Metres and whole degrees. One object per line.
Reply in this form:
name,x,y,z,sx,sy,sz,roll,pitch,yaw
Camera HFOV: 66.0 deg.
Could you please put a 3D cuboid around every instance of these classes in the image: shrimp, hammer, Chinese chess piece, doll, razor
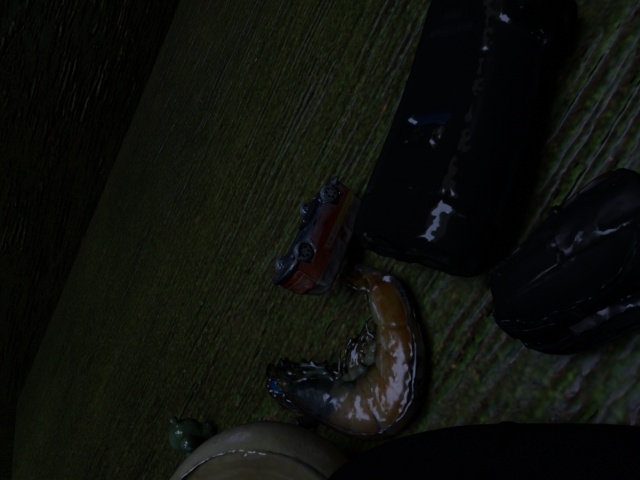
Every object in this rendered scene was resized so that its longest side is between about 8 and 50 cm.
shrimp,0.020,0.140,0.661,0.290,0.054,0.222,-12,68,47
hammer,-0.027,0.300,0.686,0.019,0.035,0.110,3,87,52
Chinese chess piece,-0.060,0.329,0.543,0.103,0.249,0.250,23,-97,-82
doll,-0.215,0.379,0.880,0.150,0.077,0.115,45,151,40
razor,0.152,-0.128,0.550,0.189,0.107,0.327,18,89,55

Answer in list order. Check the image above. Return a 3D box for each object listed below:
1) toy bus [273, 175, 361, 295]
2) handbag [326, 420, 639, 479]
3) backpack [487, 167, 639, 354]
toy bus,0.000,0.000,0.686,0.079,0.077,0.174,-35,27,54
handbag,0.138,0.187,0.311,0.308,0.253,0.093,-12,86,33
backpack,0.218,0.022,0.401,0.165,0.120,0.106,-37,28,40
